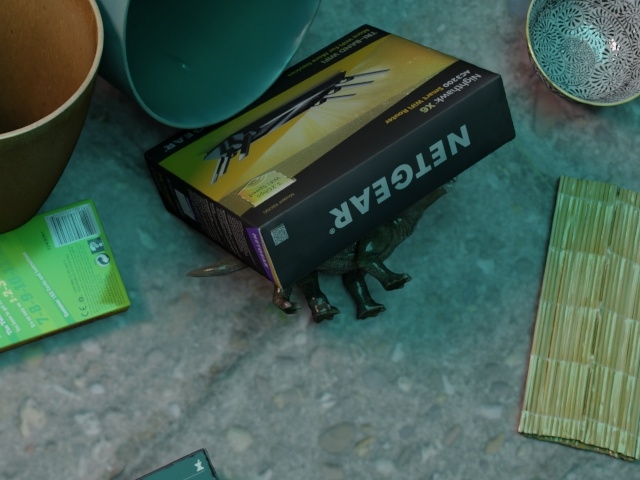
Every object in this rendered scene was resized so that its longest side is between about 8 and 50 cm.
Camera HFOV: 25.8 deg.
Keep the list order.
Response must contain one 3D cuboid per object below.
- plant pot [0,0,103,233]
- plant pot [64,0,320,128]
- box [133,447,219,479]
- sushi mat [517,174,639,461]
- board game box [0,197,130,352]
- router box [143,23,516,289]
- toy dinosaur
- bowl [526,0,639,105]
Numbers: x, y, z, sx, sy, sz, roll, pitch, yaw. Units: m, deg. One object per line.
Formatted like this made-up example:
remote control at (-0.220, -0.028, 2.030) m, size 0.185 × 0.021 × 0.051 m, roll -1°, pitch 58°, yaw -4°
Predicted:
plant pot at (-0.327, -0.119, 1.348) m, size 0.237 × 0.254 × 0.237 m, roll 3°, pitch 58°, yaw -5°
plant pot at (-0.172, -0.296, 1.435) m, size 0.235 × 0.293 × 0.293 m, roll 32°, pitch 66°, yaw 29°
box at (-0.198, 0.340, 1.353) m, size 0.261 × 0.103 × 0.184 m, roll -23°, pitch 85°, yaw -19°
sushi mat at (0.319, 0.085, 1.599) m, size 0.151 × 0.019 × 0.316 m, roll 16°, pitch 72°, yaw -9°
board game box at (-0.337, 0.053, 1.429) m, size 0.259 × 0.039 × 0.124 m, roll -18°, pitch 80°, yaw -21°
router box at (0.007, -0.099, 1.454) m, size 0.309 × 0.243 × 0.081 m, roll -33°, pitch 126°, yaw -20°
toy dinosaur at (0.000, 0.000, 1.506) m, size 0.313 × 0.121 × 0.160 m, roll -12°, pitch 67°, yaw -13°
bowl at (0.307, -0.225, 1.647) m, size 0.170 × 0.080 × 0.170 m, roll 4°, pitch 74°, yaw -14°
